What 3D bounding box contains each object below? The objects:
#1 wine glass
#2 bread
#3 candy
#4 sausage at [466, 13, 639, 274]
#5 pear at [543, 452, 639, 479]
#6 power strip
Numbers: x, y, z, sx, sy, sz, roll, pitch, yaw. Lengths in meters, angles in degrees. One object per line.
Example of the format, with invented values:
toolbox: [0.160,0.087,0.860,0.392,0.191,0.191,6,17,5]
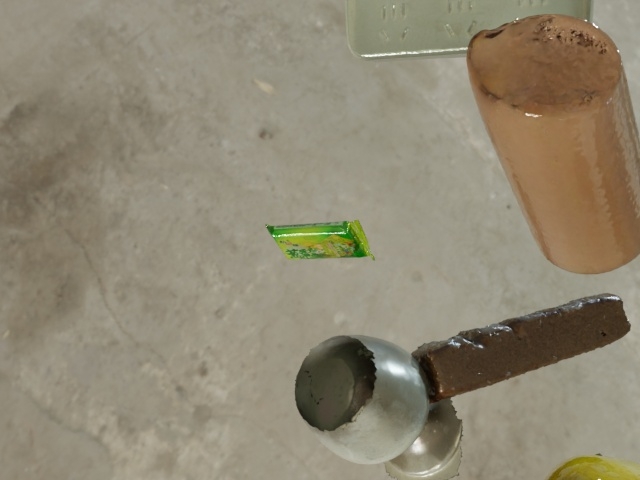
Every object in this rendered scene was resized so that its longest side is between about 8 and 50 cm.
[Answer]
wine glass: [0.109,0.309,1.433,0.323,0.238,0.238,34,45,-43]
bread: [0.376,0.200,1.491,0.416,0.165,0.113,-14,79,-15]
candy: [0.000,0.001,1.357,0.102,0.178,0.032,56,40,-49]
sausage: [0.219,-0.082,0.692,0.253,0.123,0.123,49,37,-47]
pear: [0.374,0.383,1.057,0.178,0.266,0.267,48,43,-36]
power strip: [0.155,-0.295,0.840,0.059,0.264,0.194,-17,107,-66]
